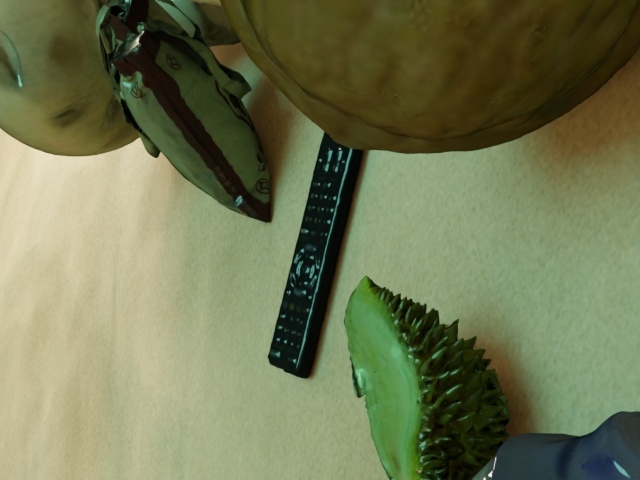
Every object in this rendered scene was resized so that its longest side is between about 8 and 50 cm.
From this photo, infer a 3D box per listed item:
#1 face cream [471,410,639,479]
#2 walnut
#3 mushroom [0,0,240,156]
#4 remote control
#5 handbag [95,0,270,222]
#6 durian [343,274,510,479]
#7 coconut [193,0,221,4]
[{"bbox_3d":[0.107,0.278,0.693,0.235,0.137,0.420,-122,43,-56],"label":"face cream"},{"bbox_3d":[0.082,-0.214,0.794,0.344,0.306,0.306,-64,27,17],"label":"walnut"},{"bbox_3d":[-0.269,-0.289,1.532,0.353,0.353,0.325,-43,67,49],"label":"mushroom"},{"bbox_3d":[0.000,0.000,1.152,0.063,0.025,0.245,11,87,64],"label":"remote control"},{"bbox_3d":[-0.136,-0.141,1.324,0.127,0.235,0.213,-30,32,1],"label":"handbag"},{"bbox_3d":[0.078,0.127,0.842,0.220,0.095,0.137,-94,-13,-48],"label":"durian"},{"bbox_3d":[-0.117,-0.374,1.196,0.352,0.353,0.352,-41,42,51],"label":"coconut"}]
